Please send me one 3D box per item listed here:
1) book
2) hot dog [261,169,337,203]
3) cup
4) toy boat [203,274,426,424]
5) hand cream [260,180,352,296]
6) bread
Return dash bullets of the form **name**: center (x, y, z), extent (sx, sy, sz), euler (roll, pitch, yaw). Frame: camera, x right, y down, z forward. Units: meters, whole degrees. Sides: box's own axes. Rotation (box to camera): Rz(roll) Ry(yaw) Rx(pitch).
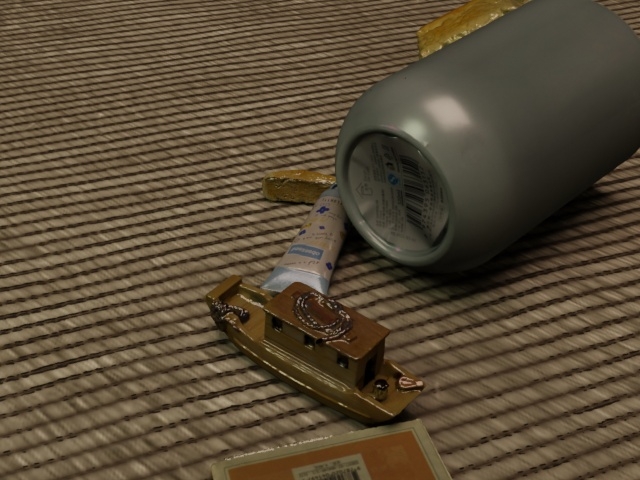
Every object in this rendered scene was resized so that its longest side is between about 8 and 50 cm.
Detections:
- **book**: center (0.032, 0.223, 0.569), extent (0.170, 0.018, 0.241), euler (-9, 37, -13)
- **hot dog**: center (-0.017, -0.059, 0.943), extent (0.090, 0.030, 0.034), euler (5, 32, 4)
- **cup**: center (0.170, -0.107, 0.872), extent (0.205, 0.205, 0.312), euler (30, 45, 33)
- **toy boat**: center (-0.010, 0.080, 0.711), extent (0.200, 0.077, 0.057), euler (25, 43, 28)
- **hand cream**: center (0.000, 0.000, 0.855), extent (0.065, 0.043, 0.170), euler (11, 41, 13)
- **bread**: center (0.254, -0.241, 1.106), extent (0.262, 0.162, 0.204), euler (18, 25, -3)
